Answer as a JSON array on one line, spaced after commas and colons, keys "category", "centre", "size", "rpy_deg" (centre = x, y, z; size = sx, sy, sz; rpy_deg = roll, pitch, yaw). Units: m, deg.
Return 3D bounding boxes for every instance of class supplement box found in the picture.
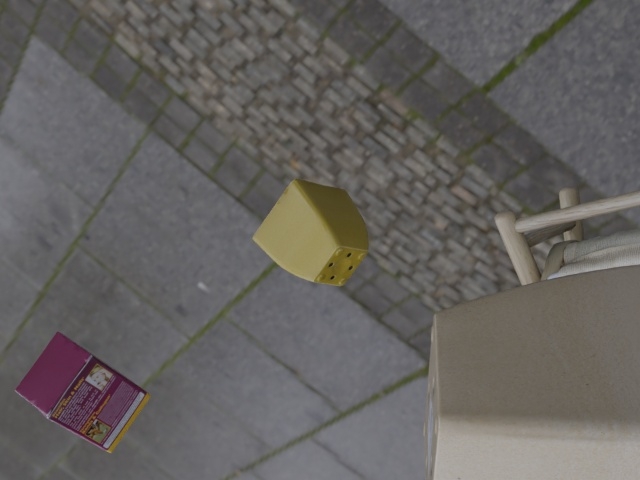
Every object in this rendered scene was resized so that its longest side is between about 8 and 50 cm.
[{"category": "supplement box", "centre": [-0.173, 0.112, 0.890], "size": [0.043, 0.055, 0.083], "rpy_deg": [28, 167, 36]}]

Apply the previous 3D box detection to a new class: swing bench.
[{"category": "swing bench", "centre": [0.317, 0.062, 1.020], "size": [0.253, 0.165, 0.255], "rpy_deg": [-14, 92, 34]}]

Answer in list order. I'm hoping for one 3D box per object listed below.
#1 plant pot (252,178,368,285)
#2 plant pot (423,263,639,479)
[{"category": "plant pot", "centre": [0.000, 0.000, 1.211], "size": [0.081, 0.081, 0.083], "rpy_deg": [-54, 54, 22]}, {"category": "plant pot", "centre": [0.093, 0.080, 0.514], "size": [0.096, 0.109, 0.109], "rpy_deg": [3, 126, 3]}]
